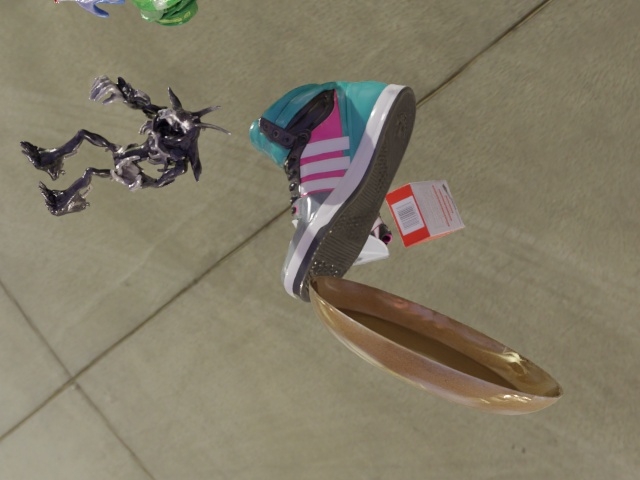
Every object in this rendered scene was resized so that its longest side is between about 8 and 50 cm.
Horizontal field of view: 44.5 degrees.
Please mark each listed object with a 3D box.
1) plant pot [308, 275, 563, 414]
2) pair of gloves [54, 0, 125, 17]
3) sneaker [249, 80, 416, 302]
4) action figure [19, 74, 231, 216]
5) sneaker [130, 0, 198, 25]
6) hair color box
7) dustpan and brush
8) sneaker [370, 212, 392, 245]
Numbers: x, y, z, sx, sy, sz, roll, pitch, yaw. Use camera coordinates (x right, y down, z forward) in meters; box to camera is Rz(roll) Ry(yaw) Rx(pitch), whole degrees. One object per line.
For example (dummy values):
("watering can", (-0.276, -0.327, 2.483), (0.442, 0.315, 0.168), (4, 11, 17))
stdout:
("plant pot", (0.093, 0.092, 0.683), (0.236, 0.236, 0.032), (24, 98, 15))
("pair of gloves", (-0.445, -0.530, 1.504), (0.023, 0.159, 0.198), (18, 116, 47))
("sneaker", (-0.019, -0.080, 0.966), (0.178, 0.296, 0.124), (19, 162, 27))
("action figure", (-0.270, -0.133, 1.093), (0.275, 0.141, 0.164), (-23, 75, 4))
("sneaker", (-0.180, -0.323, 0.963), (0.109, 0.296, 0.124), (-8, 119, -1))
("hair color box", (0.174, -0.047, 1.293), (0.053, 0.167, 0.093), (-25, 83, 30))
("dustpan and brush", (0.000, 0.000, 1.261), (0.211, 0.147, 0.060), (-167, 68, -66))
("sneaker", (0.109, -0.018, 1.594), (0.077, 0.178, 0.072), (9, 137, 1))
